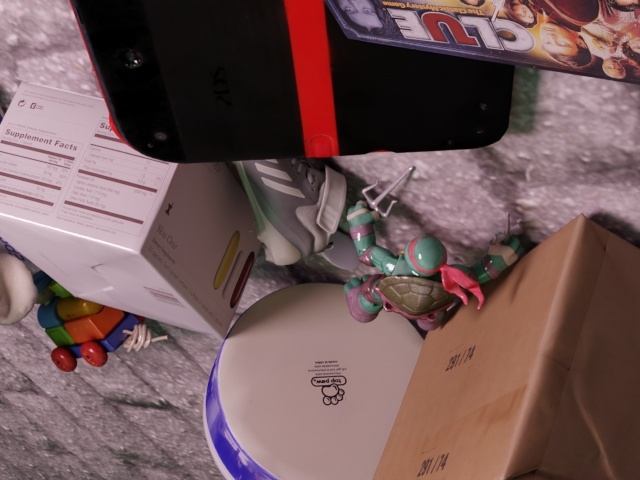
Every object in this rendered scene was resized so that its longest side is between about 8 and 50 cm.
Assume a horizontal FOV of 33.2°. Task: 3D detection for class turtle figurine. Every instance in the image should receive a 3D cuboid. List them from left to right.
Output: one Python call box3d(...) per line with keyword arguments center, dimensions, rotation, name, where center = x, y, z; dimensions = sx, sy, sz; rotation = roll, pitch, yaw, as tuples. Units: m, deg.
box3d(center=(0.097, 0.025, 1.076), dimensions=(0.175, 0.118, 0.234), rotation=(24, 155, 2), name="turtle figurine")

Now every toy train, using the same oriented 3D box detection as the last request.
box3d(center=(-0.319, 0.093, 1.499), dimensions=(0.248, 0.105, 0.143), rotation=(-15, 118, 47), name="toy train")

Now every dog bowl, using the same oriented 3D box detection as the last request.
box3d(center=(0.002, 0.185, 1.231), dimensions=(0.265, 0.265, 0.104), rotation=(25, 147, 1), name="dog bowl")

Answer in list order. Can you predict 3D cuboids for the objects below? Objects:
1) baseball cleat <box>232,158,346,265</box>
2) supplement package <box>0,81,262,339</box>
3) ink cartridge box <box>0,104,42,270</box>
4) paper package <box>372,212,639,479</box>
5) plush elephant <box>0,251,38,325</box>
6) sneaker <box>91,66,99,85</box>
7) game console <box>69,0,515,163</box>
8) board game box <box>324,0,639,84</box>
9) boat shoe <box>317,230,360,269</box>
box3d(center=(-0.036, -0.075, 1.069), dimensions=(0.109, 0.072, 0.205), rotation=(-18, 121, -3), name="baseball cleat")
box3d(center=(-0.200, -0.024, 1.125), dimensions=(0.204, 0.145, 0.262), rotation=(14, 162, 18), name="supplement package")
box3d(center=(-0.516, -0.112, 1.349), dimensions=(0.330, 0.071, 0.324), rotation=(14, 148, 16), name="ink cartridge box")
box3d(center=(0.200, 0.182, 1.041), dimensions=(0.168, 0.309, 0.325), rotation=(30, 148, -9), name="paper package")
box3d(center=(-0.511, 0.062, 1.301), dimensions=(0.255, 0.272, 0.330), rotation=(43, 178, -3), name="plush elephant")
box3d(center=(-0.173, -0.196, 0.943), dimensions=(0.153, 0.094, 0.235), rotation=(-13, 143, 35), name="sneaker")
box3d(center=(-0.022, -0.196, 0.796), dimensions=(0.342, 0.060, 0.386), rotation=(-4, 145, 3), name="game console")
box3d(center=(0.095, -0.169, 0.640), dimensions=(0.243, 0.042, 0.165), rotation=(15, 161, 32), name="board game box")
box3d(center=(0.000, 0.000, 1.184), dimensions=(0.100, 0.035, 0.035), rotation=(28, 177, -12), name="boat shoe")
